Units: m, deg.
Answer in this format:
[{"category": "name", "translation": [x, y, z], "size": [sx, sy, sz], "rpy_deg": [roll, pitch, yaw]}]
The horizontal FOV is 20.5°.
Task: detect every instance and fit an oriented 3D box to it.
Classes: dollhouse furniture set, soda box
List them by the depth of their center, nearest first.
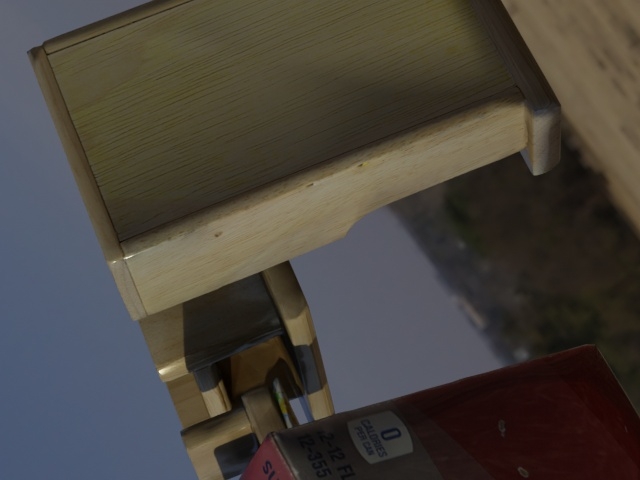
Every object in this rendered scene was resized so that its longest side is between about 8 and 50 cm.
[{"category": "soda box", "translation": [0.068, 0.155, 0.346], "size": [0.092, 0.083, 0.263], "rpy_deg": [-11, -120, -32]}, {"category": "dollhouse furniture set", "translation": [0.000, 0.000, 0.713], "size": [0.242, 0.161, 0.212], "rpy_deg": [78, 169, -60]}]
